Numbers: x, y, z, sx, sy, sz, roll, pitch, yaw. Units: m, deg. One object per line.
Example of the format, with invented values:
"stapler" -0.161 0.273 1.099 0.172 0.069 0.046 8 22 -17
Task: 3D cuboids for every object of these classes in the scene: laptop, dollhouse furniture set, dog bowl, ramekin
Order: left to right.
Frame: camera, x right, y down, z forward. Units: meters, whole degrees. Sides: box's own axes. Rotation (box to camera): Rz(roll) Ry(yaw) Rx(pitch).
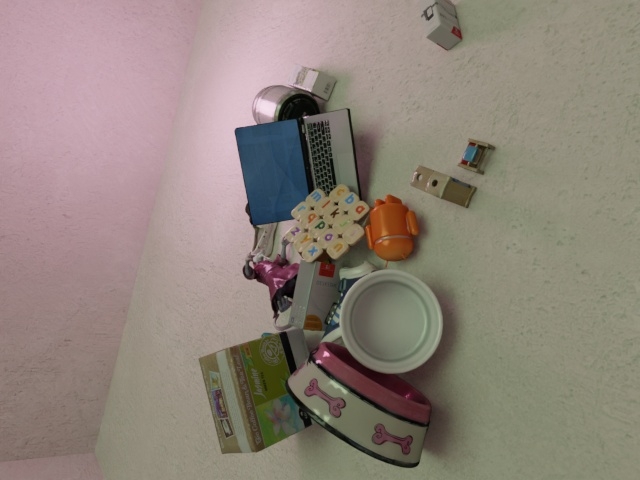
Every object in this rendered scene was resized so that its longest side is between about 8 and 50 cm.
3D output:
"laptop" -0.082 -0.251 1.701 0.407 0.236 0.383 8 112 51
"dog bowl" 0.116 0.421 1.262 0.407 0.407 0.151 26 87 51
"ramekin" 0.194 0.226 1.311 0.276 0.135 0.278 -1 80 6
"dollhouse furniture set" 0.370 -0.209 1.319 0.129 0.129 0.184 36 109 50

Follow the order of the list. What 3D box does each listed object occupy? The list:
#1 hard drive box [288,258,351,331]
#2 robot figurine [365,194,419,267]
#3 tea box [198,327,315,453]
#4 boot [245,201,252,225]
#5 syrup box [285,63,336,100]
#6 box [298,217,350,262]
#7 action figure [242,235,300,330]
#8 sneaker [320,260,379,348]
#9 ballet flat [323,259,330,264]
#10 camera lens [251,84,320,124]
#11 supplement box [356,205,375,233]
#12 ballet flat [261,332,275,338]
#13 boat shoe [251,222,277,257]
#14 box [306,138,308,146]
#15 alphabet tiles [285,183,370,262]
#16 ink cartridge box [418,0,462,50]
"hard drive box" 0.002 0.193 1.619 0.089 0.181 0.233 7 86 51
"robot figurine" 0.221 -0.029 1.456 0.157 0.128 0.220 -6 69 4
"tea box" -0.196 0.506 1.598 0.219 0.323 0.329 -28 76 44
"boot" -0.304 -0.185 2.198 0.198 0.076 0.137 -61 36 17
"syrup box" -0.045 -0.680 1.996 0.237 0.096 0.093 38 108 49
"box" 0.000 0.000 1.662 0.170 0.130 0.091 -28 52 3
"action figure" -0.178 0.147 1.894 0.370 0.247 0.276 24 126 50
"sneaker" 0.098 0.212 1.554 0.323 0.130 0.237 -48 38 36
"ballet flat" -0.022 0.032 1.777 0.077 0.077 0.231 -37 53 41
"camera lens" -0.147 -0.539 1.982 0.274 0.219 0.220 36 107 49
"supplement box" 0.164 -0.064 1.587 0.036 0.062 0.099 38 108 48
"ballet flat" -0.162 0.424 1.838 0.247 0.083 0.087 0 88 52
"boat shoe" -0.256 -0.067 2.080 0.098 0.096 0.278 -7 74 50
"box" 0.000 -0.407 1.838 0.137 0.126 0.072 -24 60 46
"alphabet tiles" 0.021 -0.060 1.589 0.278 0.021 0.284 -43 53 -2
"ink cartridge box" 0.376 -0.694 1.468 0.063 0.109 0.151 -31 57 47
